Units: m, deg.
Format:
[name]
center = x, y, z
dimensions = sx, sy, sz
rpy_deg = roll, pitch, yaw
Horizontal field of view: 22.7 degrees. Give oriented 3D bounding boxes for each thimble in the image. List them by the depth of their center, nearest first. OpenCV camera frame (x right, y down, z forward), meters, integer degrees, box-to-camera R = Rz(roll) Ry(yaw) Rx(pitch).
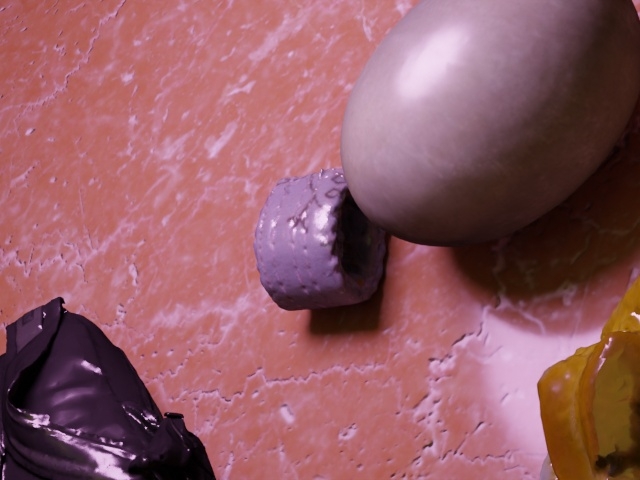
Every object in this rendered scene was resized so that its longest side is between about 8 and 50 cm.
[thimble]
center = -0.001, 0.001, 1.790
dimensions = 0.118, 0.127, 0.151
rpy_deg = -8, 56, 33

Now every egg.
[egg]
center = 0.176, -0.143, 1.647
dimensions = 0.352, 0.258, 0.258
rpy_deg = -39, 48, 17

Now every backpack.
[backpack]
center = -0.305, 0.279, 1.794
dimensions = 0.363, 0.255, 0.446
rpy_deg = -40, 45, 5

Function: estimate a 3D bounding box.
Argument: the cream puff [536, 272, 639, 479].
[cream puff]
center = 0.334, 0.184, 1.279
dimensions = 0.378, 0.275, 0.378
rpy_deg = 6, 100, 33
